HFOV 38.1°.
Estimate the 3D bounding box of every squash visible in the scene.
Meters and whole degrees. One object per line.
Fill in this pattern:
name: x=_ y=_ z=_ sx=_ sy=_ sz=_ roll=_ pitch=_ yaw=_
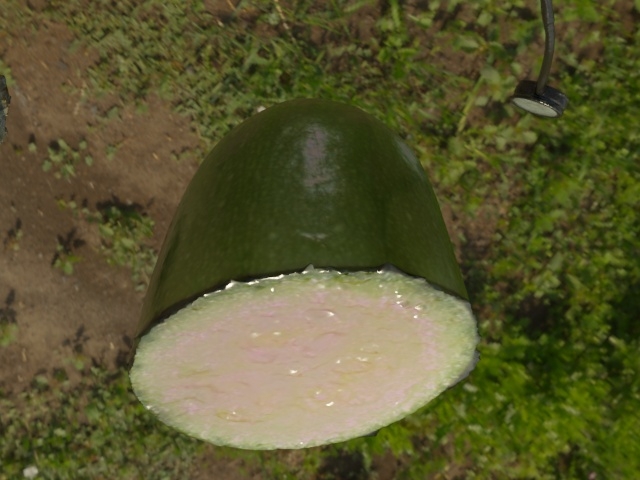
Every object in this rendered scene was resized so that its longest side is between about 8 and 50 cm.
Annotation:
squash: x=-0.030 y=-0.006 z=0.878 sx=0.310 sy=0.309 sz=0.310 roll=-7 pitch=144 yaw=-5

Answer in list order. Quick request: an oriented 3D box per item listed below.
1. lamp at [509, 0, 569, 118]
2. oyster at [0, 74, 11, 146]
lamp: x=0.248 y=-0.235 z=0.975 sx=0.108 sy=0.130 sz=0.371 roll=-67 pitch=154 yaw=-6
oyster: x=-0.404 y=-0.118 z=1.041 sx=0.105 sy=0.056 sz=0.177 roll=1 pitch=81 yaw=-48
